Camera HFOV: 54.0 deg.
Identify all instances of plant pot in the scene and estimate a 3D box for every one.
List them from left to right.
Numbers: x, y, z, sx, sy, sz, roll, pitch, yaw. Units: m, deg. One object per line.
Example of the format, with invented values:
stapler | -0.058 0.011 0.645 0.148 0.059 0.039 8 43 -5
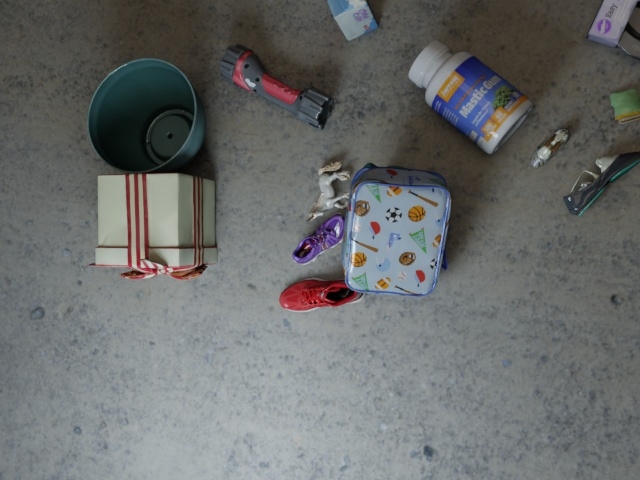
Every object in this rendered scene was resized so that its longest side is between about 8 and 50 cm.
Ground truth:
plant pot | -0.418 -0.292 1.623 0.293 0.196 0.293 -2 81 12

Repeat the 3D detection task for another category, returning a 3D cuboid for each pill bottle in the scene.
pill bottle | 0.341 -0.340 1.459 0.272 0.152 0.152 42 96 13

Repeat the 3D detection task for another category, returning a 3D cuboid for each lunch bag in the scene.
lunch bag | 0.176 -0.012 1.434 0.243 0.115 0.304 3 117 -3

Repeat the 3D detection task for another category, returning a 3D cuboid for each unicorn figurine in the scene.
unicorn figurine | 0.023 -0.115 1.576 0.111 0.060 0.162 -7 68 14

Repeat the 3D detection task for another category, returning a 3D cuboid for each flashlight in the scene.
flashlight | -0.111 -0.399 1.606 0.304 0.103 0.103 29 90 16

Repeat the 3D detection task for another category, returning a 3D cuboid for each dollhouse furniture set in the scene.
dollhouse furniture set | 0.736 -0.318 1.405 0.151 0.058 0.076 -14 82 13

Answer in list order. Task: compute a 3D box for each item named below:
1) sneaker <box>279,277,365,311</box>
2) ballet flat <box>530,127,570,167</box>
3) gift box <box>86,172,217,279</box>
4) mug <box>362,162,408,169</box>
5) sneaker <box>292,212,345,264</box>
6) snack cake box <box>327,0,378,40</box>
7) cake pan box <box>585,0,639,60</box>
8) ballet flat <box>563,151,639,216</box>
sneaker | -0.009 0.127 1.523 0.221 0.128 0.087 -13 82 12
ballet flat | 0.533 -0.218 1.459 0.114 0.041 0.041 -46 77 7
gift box | -0.420 -0.031 1.565 0.255 0.276 0.258 0 91 19
mug | 0.173 -0.124 1.493 0.129 0.097 0.158 -9 117 7
sneaker | 0.000 0.000 1.561 0.170 0.071 0.068 -44 77 7
snack cake box | 0.047 -0.653 1.558 0.089 0.152 0.264 -21 81 11
cake pan box | 0.761 -0.530 1.392 0.245 0.070 0.267 27 104 16
ballet flat | 0.630 -0.144 1.414 0.203 0.074 0.074 -44 77 10
